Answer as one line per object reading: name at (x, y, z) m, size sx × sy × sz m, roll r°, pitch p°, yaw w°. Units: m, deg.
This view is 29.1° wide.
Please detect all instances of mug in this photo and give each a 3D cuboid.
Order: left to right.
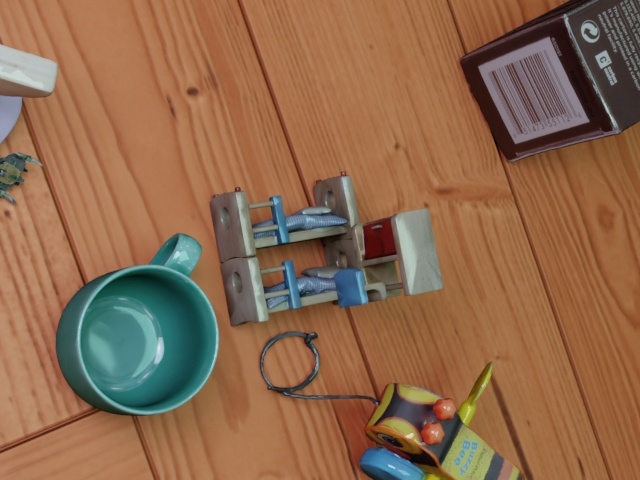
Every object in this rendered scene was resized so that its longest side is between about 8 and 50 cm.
mug at (-0.158, 0.083, 1.097) m, size 0.157 × 0.097 × 0.129 m, roll -31°, pitch 98°, yaw -29°

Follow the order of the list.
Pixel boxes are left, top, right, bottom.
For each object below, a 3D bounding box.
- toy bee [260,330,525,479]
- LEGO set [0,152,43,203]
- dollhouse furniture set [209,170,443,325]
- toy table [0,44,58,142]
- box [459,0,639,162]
toy bee at (0.098, 0.201, 1.185) m, size 0.298 × 0.162 × 0.195 m, roll 15°, pitch 78°, yaw -26°
LEGO set at (-0.287, -0.058, 1.083) m, size 0.083 × 0.023 × 0.054 m, roll -6°, pitch 124°, yaw -25°
dollhouse furniture set at (0.000, 0.000, 1.144) m, size 0.129 × 0.183 × 0.129 m, roll -10°, pitch 88°, yaw -29°
toy table at (-0.359, -0.149, 0.984) m, size 0.274 × 0.161 × 0.252 m, roll 1°, pitch 83°, yaw -29°
box at (0.364, -0.234, 1.372) m, size 0.381 × 0.191 × 0.143 m, roll -31°, pitch 99°, yaw -27°
